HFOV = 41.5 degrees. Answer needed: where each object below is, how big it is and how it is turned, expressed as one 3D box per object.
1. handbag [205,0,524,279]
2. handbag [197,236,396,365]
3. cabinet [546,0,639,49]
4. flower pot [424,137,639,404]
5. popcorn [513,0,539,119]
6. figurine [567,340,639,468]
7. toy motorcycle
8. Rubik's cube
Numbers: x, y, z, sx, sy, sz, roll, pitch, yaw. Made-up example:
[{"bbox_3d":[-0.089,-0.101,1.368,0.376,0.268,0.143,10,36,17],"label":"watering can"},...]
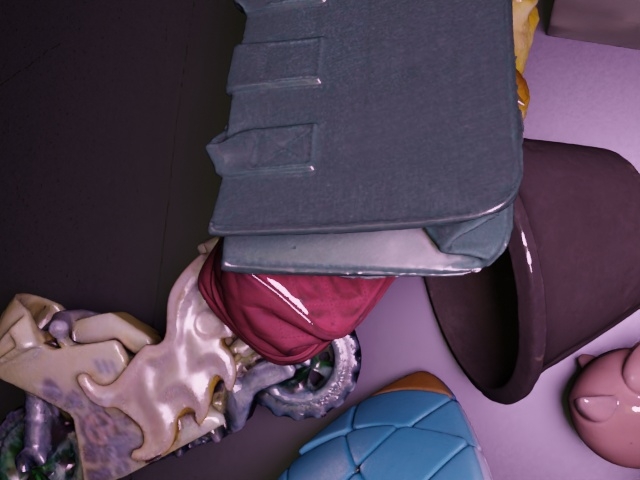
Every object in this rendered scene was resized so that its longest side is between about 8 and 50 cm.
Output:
[{"bbox_3d":[0.038,-0.129,0.681,0.238,0.089,0.326,-1,61,12],"label":"handbag"},{"bbox_3d":[0.000,0.000,0.770,0.146,0.135,0.225,40,60,-3],"label":"handbag"},{"bbox_3d":[0.315,-0.307,0.808,0.145,0.150,0.206,12,89,12],"label":"cabinet"},{"bbox_3d":[0.203,0.006,0.786,0.166,0.269,0.269,-11,84,-13],"label":"flower pot"},{"bbox_3d":[0.132,-0.193,0.829,0.168,0.173,0.195,8,74,-27],"label":"popcorn"},{"bbox_3d":[0.296,0.152,0.792,0.125,0.138,0.125,-2,81,13],"label":"figurine"},{"bbox_3d":[-0.171,0.126,0.876,0.410,0.169,0.237,-21,90,3],"label":"toy motorcycle"},{"bbox_3d":[0.092,0.212,0.784,0.254,0.254,0.254,-1,87,11],"label":"Rubik's cube"}]
